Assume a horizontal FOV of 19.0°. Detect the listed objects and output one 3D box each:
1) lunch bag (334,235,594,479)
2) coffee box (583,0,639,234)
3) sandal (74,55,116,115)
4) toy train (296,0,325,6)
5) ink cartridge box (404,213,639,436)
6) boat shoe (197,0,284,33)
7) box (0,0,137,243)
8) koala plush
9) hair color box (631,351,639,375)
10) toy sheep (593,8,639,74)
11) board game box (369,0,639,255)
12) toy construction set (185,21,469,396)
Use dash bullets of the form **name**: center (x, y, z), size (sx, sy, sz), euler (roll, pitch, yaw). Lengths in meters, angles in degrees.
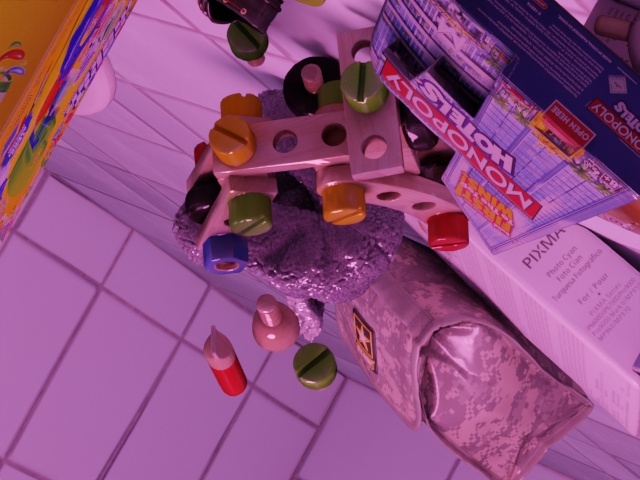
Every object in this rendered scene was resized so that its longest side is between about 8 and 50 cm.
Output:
- **lunch bag**: center (0.132, 0.115, 2.141), size (0.287, 0.169, 0.235), euler (40, -173, -39)
- **coffee box**: center (0.269, -0.040, 1.177), size (0.246, 0.098, 0.141), euler (25, 170, 24)
- **sandal**: center (-0.321, -0.283, 1.709), size (0.416, 0.102, 0.169), euler (45, 152, -17)
- **toy train**: center (0.014, -0.184, 1.005), size (0.105, 0.143, 0.248), euler (26, 171, 19)
- **ink cartridge box**: center (0.206, 0.019, 1.916), size (0.385, 0.091, 0.308), euler (44, 176, 16)
- **boat shoe**: center (-0.085, -0.202, 1.573), size (0.133, 0.042, 0.049), euler (23, 172, 43)
- **box**: center (-0.250, -0.178, 1.404), size (0.177, 0.290, 0.279), euler (28, 172, -2)
- **koala plush**: center (0.000, 0.000, 1.877), size (0.203, 0.196, 0.221), euler (31, 168, 21)
- **hair color box**: center (0.466, 0.167, 1.715), size (0.374, 0.114, 0.185), euler (35, 169, -39)
- **toy sheep**: center (0.214, -0.101, 1.043), size (0.132, 0.091, 0.091), euler (10, 167, 12)
- **board game box**: center (0.102, -0.073, 1.112), size (0.194, 0.060, 0.194), euler (43, 160, 8)
- **toy construction set**: center (-0.015, -0.038, 1.527), size (0.257, 0.309, 0.237), euler (19, 165, 11)
